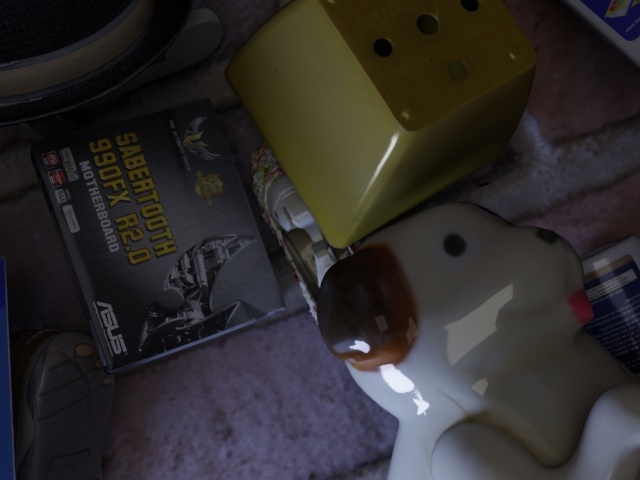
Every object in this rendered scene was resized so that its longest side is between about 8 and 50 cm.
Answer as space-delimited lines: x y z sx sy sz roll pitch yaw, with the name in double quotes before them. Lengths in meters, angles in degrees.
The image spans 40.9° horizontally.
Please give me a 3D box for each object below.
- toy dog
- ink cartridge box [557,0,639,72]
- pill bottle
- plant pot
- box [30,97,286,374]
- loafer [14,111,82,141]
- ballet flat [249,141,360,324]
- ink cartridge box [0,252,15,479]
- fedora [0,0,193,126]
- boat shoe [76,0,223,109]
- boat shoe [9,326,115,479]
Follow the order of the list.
"toy dog" 0.156 0.165 0.738 0.285 0.395 0.407 -19 95 -38
"ink cartridge box" 0.285 -0.277 0.788 0.165 0.065 0.332 -45 56 18
"pill bottle" 0.295 0.088 0.812 0.094 0.094 0.169 -27 85 4
"plant pot" 0.065 -0.148 0.768 0.212 0.187 0.212 -30 85 -18
"box" -0.159 -0.007 0.845 0.183 0.056 0.230 -18 85 -20
"loafer" -0.313 -0.208 0.884 0.087 0.094 0.251 -32 85 7
"ballet flat" 0.000 0.000 0.854 0.091 0.077 0.240 -29 84 4
"ink cartridge box" -0.406 0.150 0.788 0.270 0.151 0.395 -6 84 45
"fedora" -0.285 -0.247 0.748 0.334 0.152 0.333 -1 53 1
"boat shoe" -0.212 -0.197 0.859 0.228 0.079 0.081 -24 64 -24
"boat shoe" -0.292 0.242 0.860 0.117 0.123 0.324 11 88 33
